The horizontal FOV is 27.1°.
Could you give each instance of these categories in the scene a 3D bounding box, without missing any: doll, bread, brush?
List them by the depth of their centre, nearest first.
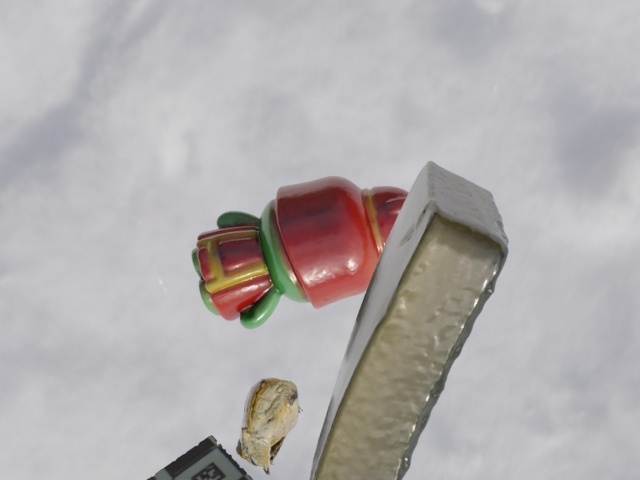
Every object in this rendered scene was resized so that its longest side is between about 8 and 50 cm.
[{"bbox_3d":[0.052,0.058,0.807,0.059,0.123,0.197,20,110,-4],"label":"brush"},{"bbox_3d":[-0.050,0.168,1.238,0.053,0.106,0.072,30,68,8],"label":"bread"},{"bbox_3d":[0.000,0.001,1.850,0.363,0.160,0.182,-15,59,2],"label":"doll"}]

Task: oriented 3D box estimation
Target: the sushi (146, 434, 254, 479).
[{"bbox_3d":[-0.161,0.417,1.424,0.343,0.064,0.359,-35,42,-17],"label":"sushi"}]
